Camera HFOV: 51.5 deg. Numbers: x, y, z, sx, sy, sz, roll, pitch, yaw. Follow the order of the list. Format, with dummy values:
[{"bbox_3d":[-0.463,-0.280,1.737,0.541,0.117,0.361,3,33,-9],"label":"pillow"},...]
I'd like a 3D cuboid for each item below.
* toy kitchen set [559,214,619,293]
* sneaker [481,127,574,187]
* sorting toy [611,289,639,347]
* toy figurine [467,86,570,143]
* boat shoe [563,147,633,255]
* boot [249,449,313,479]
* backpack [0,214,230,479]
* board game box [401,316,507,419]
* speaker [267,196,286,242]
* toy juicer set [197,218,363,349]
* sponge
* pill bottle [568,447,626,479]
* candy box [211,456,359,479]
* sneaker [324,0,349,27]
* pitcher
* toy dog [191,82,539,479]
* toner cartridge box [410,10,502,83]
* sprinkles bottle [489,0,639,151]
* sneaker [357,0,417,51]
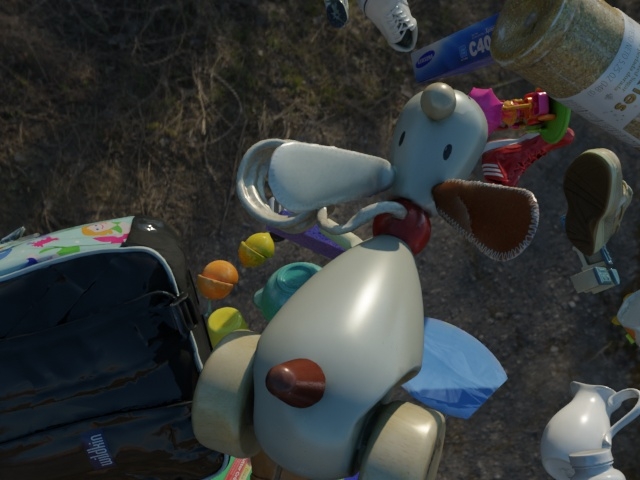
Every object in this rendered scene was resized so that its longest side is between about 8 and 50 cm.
[{"bbox_3d":[0.643,0.009,1.562,0.166,0.122,0.207,6,61,-51],"label":"toy kitchen set"},{"bbox_3d":[0.489,-0.184,1.562,0.087,0.221,0.128,31,54,-47],"label":"sneaker"},{"bbox_3d":[0.405,0.110,0.823,0.083,0.045,0.075,-44,107,-32],"label":"sorting toy"},{"bbox_3d":[0.311,-0.221,1.127,0.159,0.173,0.130,-5,92,-5],"label":"toy figurine"},{"bbox_3d":[0.543,-0.084,1.283,0.098,0.302,0.109,-33,54,-6],"label":"boat shoe"},{"bbox_3d":[-0.023,0.377,1.077,0.197,0.073,0.152,11,92,24],"label":"boot"},{"bbox_3d":[-0.215,0.104,0.531,0.253,0.191,0.225,-17,108,-9],"label":"backpack"},{"bbox_3d":[0.143,0.159,0.807,0.133,0.033,0.168,36,34,24],"label":"board game box"},{"bbox_3d":[-0.125,-0.061,1.909,0.055,0.055,0.136,10,49,-13],"label":"speaker"},{"bbox_3d":[-0.044,0.065,1.088,0.329,0.089,0.209,-19,44,-12],"label":"toy juicer set"},{"bbox_3d":[0.000,0.000,1.329,0.210,0.117,0.031,23,77,-14],"label":"sponge"},{"bbox_3d":[0.451,0.419,1.056,0.087,0.087,0.160,-5,75,-20],"label":"pill bottle"},{"bbox_3d":[-0.105,0.558,1.438,0.268,0.317,0.122,-56,132,-30],"label":"candy box"},{"bbox_3d":[0.026,-0.490,1.323,0.052,0.058,0.135,-9,99,20],"label":"sneaker"},{"bbox_3d":[0.537,0.375,1.309,0.125,0.177,0.207,49,55,-8],"label":"pitcher"},{"bbox_3d":[0.026,0.014,0.434,0.220,0.161,0.334,-2,62,7],"label":"toy dog"},{"bbox_3d":[0.356,-0.420,1.420,0.165,0.348,0.075,-16,97,-23],"label":"toner cartridge box"},{"bbox_3d":[0.371,-0.183,0.793,0.355,0.121,0.121,23,58,-23],"label":"sprinkles bottle"},{"bbox_3d":[0.149,-0.453,1.327,0.094,0.258,0.091,-39,76,16],"label":"sneaker"}]
